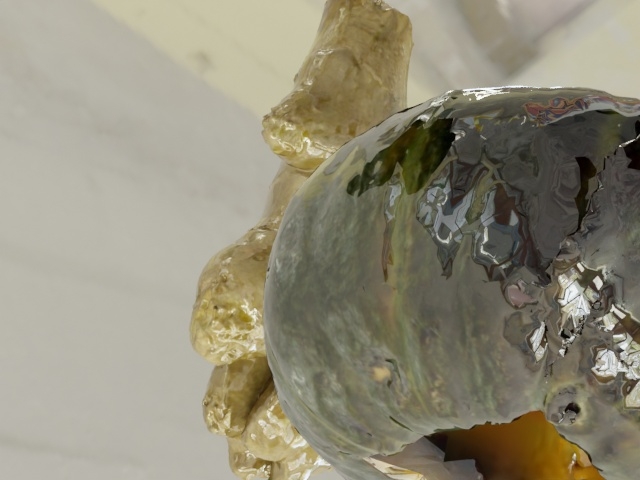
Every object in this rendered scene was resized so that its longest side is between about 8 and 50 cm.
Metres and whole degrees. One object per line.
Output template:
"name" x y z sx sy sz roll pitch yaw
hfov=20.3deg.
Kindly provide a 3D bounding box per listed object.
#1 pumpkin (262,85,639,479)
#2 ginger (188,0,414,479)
"pumpkin" 0.126 0.052 0.918 0.320 0.320 0.192 37 -125 -35
"ginger" -0.022 0.003 1.365 0.236 0.166 0.376 -13 -83 -29
